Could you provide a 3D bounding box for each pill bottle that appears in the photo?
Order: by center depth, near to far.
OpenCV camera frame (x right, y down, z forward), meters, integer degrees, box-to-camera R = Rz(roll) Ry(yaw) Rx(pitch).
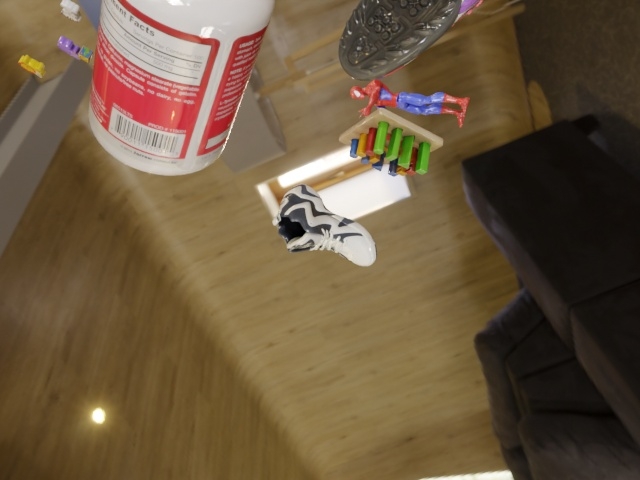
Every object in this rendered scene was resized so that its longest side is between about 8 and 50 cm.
[{"bbox_3d":[-0.201,-0.305,0.898,0.407,0.229,0.229,-58,41,46],"label":"pill bottle"}]

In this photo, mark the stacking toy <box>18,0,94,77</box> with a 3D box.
[{"bbox_3d":[-0.486,-0.381,1.294,0.221,0.166,0.052,28,165,-12],"label":"stacking toy"}]

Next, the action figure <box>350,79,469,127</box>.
[{"bbox_3d":[0.197,-0.302,1.468,0.091,0.281,0.139,81,-153,-66],"label":"action figure"}]

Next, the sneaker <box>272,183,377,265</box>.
[{"bbox_3d":[0.000,0.000,1.269,0.235,0.094,0.153,44,-137,-7],"label":"sneaker"}]

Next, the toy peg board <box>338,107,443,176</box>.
[{"bbox_3d":[0.139,-0.181,1.280,0.161,0.161,0.079,-23,50,58],"label":"toy peg board"}]

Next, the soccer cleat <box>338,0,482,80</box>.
[{"bbox_3d":[0.157,-0.298,0.720,0.108,0.318,0.116,48,-170,22],"label":"soccer cleat"}]
